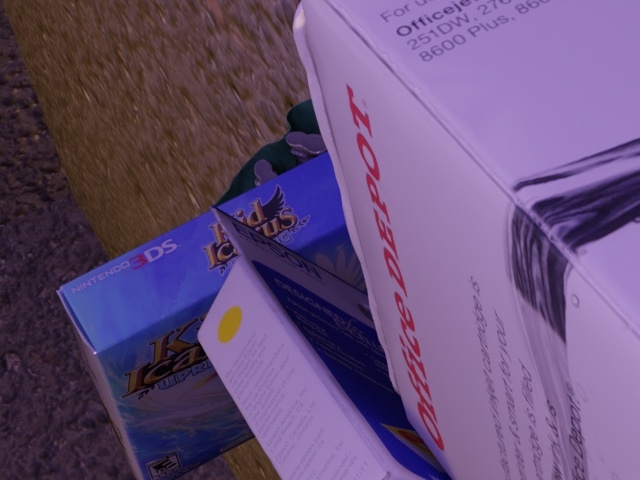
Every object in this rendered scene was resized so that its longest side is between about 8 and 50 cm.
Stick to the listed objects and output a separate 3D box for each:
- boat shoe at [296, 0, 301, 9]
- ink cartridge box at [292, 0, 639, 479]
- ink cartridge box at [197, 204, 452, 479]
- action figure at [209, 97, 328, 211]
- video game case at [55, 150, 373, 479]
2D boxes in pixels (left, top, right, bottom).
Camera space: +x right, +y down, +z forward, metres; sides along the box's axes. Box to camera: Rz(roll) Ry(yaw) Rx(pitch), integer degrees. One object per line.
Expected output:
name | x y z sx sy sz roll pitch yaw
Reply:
boat shoe | 0.023 -0.140 1.009 0.207 0.073 0.073 85 158 -43
ink cartridge box | 0.168 0.073 0.591 0.395 0.166 0.285 52 164 42
ink cartridge box | 0.076 0.131 0.947 0.303 0.072 0.307 31 -171 -30
action figure | 0.000 0.000 1.339 0.063 0.137 0.232 39 165 34
video game case | -0.032 0.051 1.155 0.061 0.269 0.244 56 166 28
